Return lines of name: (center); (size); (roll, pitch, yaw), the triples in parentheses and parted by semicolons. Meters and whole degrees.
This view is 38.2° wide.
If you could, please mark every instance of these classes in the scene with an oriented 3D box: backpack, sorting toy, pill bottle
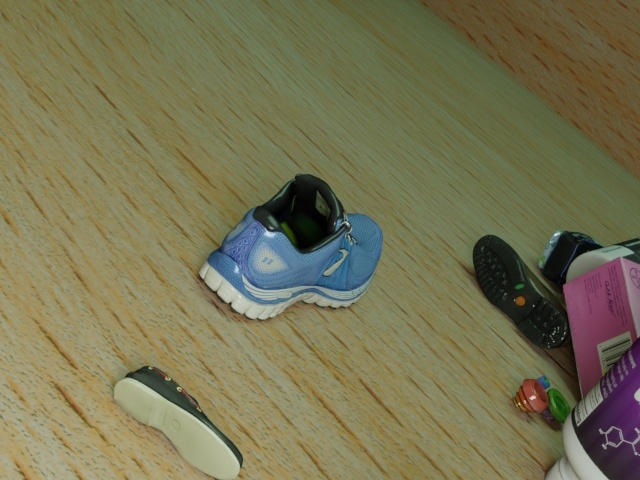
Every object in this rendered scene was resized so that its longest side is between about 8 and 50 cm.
backpack: (0.477, 0.033, 1.744); (0.114, 0.105, 0.084); (10, 19, -39)
sorting toy: (0.294, 0.218, 1.249); (0.102, 0.042, 0.061); (33, 36, -35)
pill bottle: (0.572, 0.064, 1.691); (0.245, 0.130, 0.130); (-12, 49, -39)
pill bottle: (0.404, 0.204, 1.051); (0.181, 0.323, 0.181); (28, 24, -14)

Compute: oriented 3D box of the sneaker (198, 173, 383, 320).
sneaker: (0.000, 0.000, 1.138); (0.130, 0.147, 0.330); (42, 24, 18)

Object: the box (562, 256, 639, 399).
box: (0.509, 0.170, 1.410); (0.243, 0.117, 0.214); (20, 54, -31)

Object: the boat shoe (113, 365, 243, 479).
boat shoe: (-0.118, 0.157, 0.808); (0.133, 0.049, 0.042); (35, 31, 12)

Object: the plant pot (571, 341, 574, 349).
plant pot: (0.438, 0.169, 1.485); (0.083, 0.083, 0.079); (28, 37, -13)

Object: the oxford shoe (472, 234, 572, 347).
oxford shoe: (0.326, 0.086, 1.495); (0.096, 0.083, 0.227); (16, 36, -54)
